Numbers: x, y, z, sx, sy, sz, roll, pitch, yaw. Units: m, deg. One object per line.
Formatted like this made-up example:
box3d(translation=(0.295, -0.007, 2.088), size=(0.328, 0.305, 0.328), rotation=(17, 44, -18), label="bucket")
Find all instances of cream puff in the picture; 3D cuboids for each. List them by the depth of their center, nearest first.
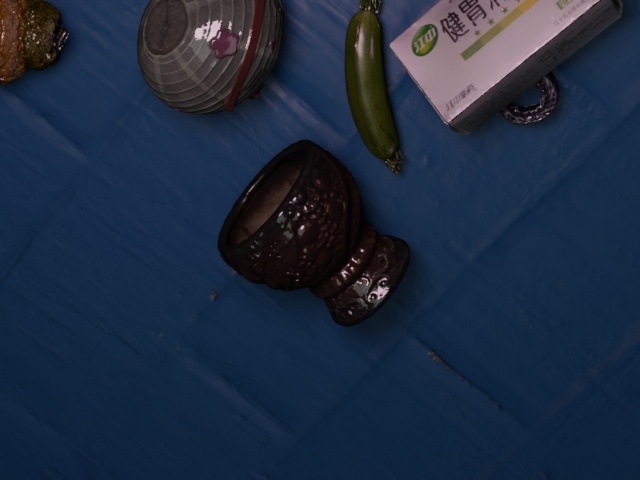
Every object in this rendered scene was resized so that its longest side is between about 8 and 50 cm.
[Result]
box3d(translation=(-0.515, -0.349, 1.697), size=(0.169, 0.183, 0.183), rotation=(5, 113, -11), label="cream puff")

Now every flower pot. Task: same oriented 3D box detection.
box3d(translation=(0.000, 0.000, 1.728), size=(0.267, 0.266, 0.266), rotation=(38, 111, -21), label="flower pot")

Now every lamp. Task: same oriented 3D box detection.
box3d(translation=(-0.176, -0.333, 1.632), size=(0.233, 0.233, 0.265), rotation=(20, 106, -1), label="lamp")

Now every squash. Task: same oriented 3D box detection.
box3d(translation=(0.084, -0.265, 1.704), size=(0.080, 0.071, 0.318), rotation=(-20, 110, -29), label="squash")

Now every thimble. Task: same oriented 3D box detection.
box3d(translation=(0.351, -0.246, 1.680), size=(0.095, 0.066, 0.104), rotation=(40, 114, -7), label="thimble")

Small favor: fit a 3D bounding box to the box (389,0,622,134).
box3d(translation=(0.297, -0.339, 1.575), size=(0.333, 0.145, 0.173), rotation=(-39, 75, 19), label="box")
